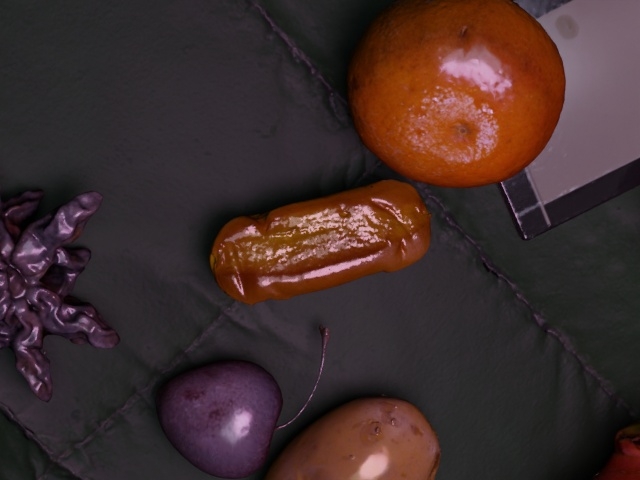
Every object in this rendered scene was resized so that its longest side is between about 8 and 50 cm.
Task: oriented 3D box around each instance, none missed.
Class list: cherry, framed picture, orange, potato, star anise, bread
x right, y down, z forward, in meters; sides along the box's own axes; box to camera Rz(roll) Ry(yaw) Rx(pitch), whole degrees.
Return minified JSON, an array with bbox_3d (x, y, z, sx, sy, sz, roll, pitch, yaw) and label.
[{"bbox_3d":[-0.098,0.162,1.254,0.148,0.115,0.188,16,89,28],"label":"cherry"},{"bbox_3d":[0.332,-0.187,1.300,0.347,0.016,0.265,-27,102,-3],"label":"framed picture"},{"bbox_3d":[0.140,-0.159,1.187,0.224,0.170,0.224,5,130,6],"label":"orange"},{"bbox_3d":[0.028,0.270,1.275,0.234,0.146,0.150,-46,73,1],"label":"potato"},{"bbox_3d":[-0.326,0.043,1.191,0.212,0.129,0.283,-13,106,-23],"label":"star anise"},{"bbox_3d":[0.000,0.000,1.243,0.245,0.094,0.102,-13,96,-6],"label":"bread"}]

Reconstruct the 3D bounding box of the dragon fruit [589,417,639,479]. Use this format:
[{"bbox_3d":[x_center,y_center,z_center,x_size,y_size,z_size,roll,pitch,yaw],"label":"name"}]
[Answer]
[{"bbox_3d":[0.436,0.318,1.274,0.305,0.305,0.226,46,61,-13],"label":"dragon fruit"}]
